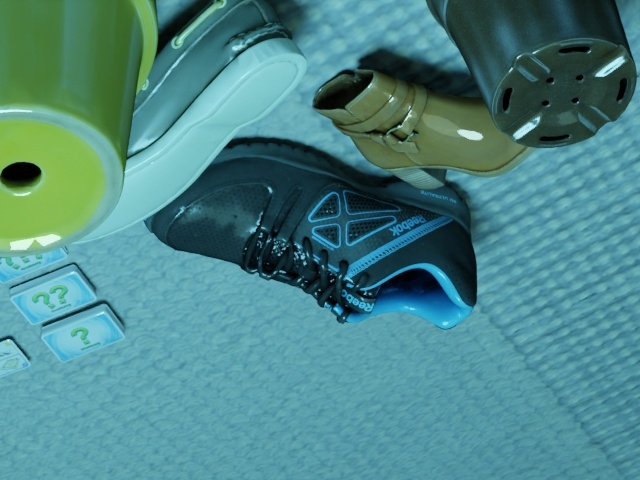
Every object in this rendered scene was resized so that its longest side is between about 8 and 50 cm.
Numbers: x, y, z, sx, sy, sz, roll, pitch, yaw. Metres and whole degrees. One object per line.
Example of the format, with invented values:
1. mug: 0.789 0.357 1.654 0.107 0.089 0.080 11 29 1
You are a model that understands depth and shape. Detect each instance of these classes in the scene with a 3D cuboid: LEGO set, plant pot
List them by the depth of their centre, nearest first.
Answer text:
1. plant pot: -0.245 -0.126 1.294 0.254 0.239 0.254 -8 139 -7
2. plant pot: 0.188 -0.178 1.405 0.167 0.165 0.167 -8 139 -7
3. LEGO set: -0.342 0.095 1.656 0.244 0.060 0.182 -20 135 9

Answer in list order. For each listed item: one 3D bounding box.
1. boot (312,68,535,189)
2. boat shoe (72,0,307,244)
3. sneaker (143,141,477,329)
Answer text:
1. boot: 0.102 -0.116 1.496 0.197 0.073 0.152 -25 134 38
2. boat shoe: -0.143 -0.105 1.457 0.305 0.091 0.109 -38 160 26
3. sneaker: 0.000 0.000 1.574 0.340 0.140 0.125 6 138 -19
